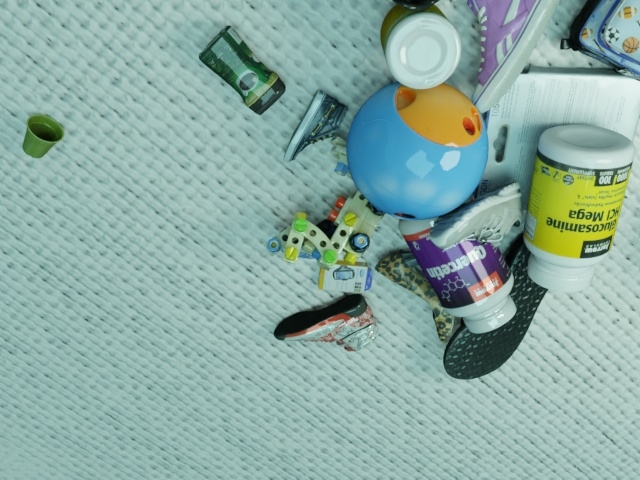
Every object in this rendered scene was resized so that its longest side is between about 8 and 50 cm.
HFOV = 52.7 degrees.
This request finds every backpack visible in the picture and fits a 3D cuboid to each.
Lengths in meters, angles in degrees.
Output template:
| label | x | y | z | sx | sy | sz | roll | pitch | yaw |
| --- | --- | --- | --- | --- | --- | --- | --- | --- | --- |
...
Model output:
| label | x | y | z | sx | sy | sz | roll | pitch | yaw |
| --- | --- | --- | --- | --- | --- | --- | --- | --- | --- |
| backpack | 0.659 | -0.426 | 1.241 | 0.263 | 0.213 | 0.276 | 26 | 117 | -6 |

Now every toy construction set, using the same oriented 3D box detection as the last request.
| label | x | y | z | sx | sy | sz | roll | pitch | yaw |
| --- | --- | --- | --- | --- | --- | --- | --- | --- | --- |
| toy construction set | 0.034 | -0.068 | 1.493 | 0.215 | 0.151 | 0.328 | 29 | 92 | 0 |

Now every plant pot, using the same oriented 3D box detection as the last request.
| label | x | y | z | sx | sy | sz | roll | pitch | yaw |
| --- | --- | --- | --- | --- | --- | --- | --- | --- | --- |
| plant pot | -0.644 | -0.231 | 1.479 | 0.083 | 0.083 | 0.079 | 36 | 126 | -17 |

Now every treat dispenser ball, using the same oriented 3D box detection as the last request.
| label | x | y | z | sx | sy | sz | roll | pitch | yaw |
| --- | --- | --- | --- | --- | --- | --- | --- | --- | --- |
| treat dispenser ball | 0.197 | -0.185 | 1.322 | 0.288 | 0.288 | 0.288 | 1 | 119 | 1 |

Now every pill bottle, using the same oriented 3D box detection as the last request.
| label | x | y | z | sx | sy | sz | roll | pitch | yaw |
| --- | --- | --- | --- | --- | --- | --- | --- | --- | --- |
| pill bottle | 0.543 | -0.064 | 1.392 | 0.188 | 0.188 | 0.334 | 0 | 120 | 2 |
| pill bottle | 0.187 | -0.394 | 1.261 | 0.136 | 0.246 | 0.136 | 0 | 119 | 1 |
| pill bottle | 0.328 | 0.049 | 1.505 | 0.181 | 0.181 | 0.323 | -28 | 100 | 16 |

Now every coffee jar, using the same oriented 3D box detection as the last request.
| label | x | y | z | sx | sy | sz | roll | pitch | yaw |
| --- | --- | --- | --- | --- | --- | --- | --- | --- | --- |
| coffee jar | -0.164 | -0.361 | 1.385 | 0.096 | 0.079 | 0.184 | -39 | 110 | 18 |

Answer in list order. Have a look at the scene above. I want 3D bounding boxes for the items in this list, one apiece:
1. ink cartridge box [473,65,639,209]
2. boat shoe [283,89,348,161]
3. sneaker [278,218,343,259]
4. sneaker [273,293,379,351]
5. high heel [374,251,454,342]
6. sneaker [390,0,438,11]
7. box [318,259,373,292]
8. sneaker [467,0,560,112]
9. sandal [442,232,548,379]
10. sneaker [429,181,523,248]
| label | x | y | z | sx | sy | sz | roll | pitch | yaw |
| --- | --- | --- | --- | --- | --- | --- | --- | --- | --- |
| ink cartridge box | 0.524 | -0.222 | 1.451 | 0.330 | 0.071 | 0.324 | 4 | 119 | 3 |
| boat shoe | -0.012 | -0.241 | 1.455 | 0.083 | 0.065 | 0.183 | 27 | 116 | -11 |
| sneaker | 0.000 | 0.000 | 1.597 | 0.211 | 0.080 | 0.081 | -2 | 151 | -3 |
| sneaker | 0.020 | 0.248 | 1.716 | 0.270 | 0.090 | 0.145 | -22 | 119 | 15 |
| high heel | 0.240 | 0.148 | 1.646 | 0.186 | 0.093 | 0.261 | -8 | 104 | 0 |
| sneaker | 0.068 | -0.521 | 1.186 | 0.447 | 0.257 | 0.169 | -1 | 119 | 3 |
| box | 0.065 | 0.092 | 1.664 | 0.136 | 0.028 | 0.081 | 5 | 119 | -4 |
| sneaker | 0.350 | -0.411 | 1.313 | 0.161 | 0.102 | 0.282 | 32 | 103 | 18 |
| sandal | 0.467 | 0.169 | 1.664 | 0.167 | 0.107 | 0.446 | 28 | 103 | -15 |
| sneaker | 0.348 | -0.034 | 1.360 | 0.105 | 0.281 | 0.115 | -15 | 98 | 57 |
